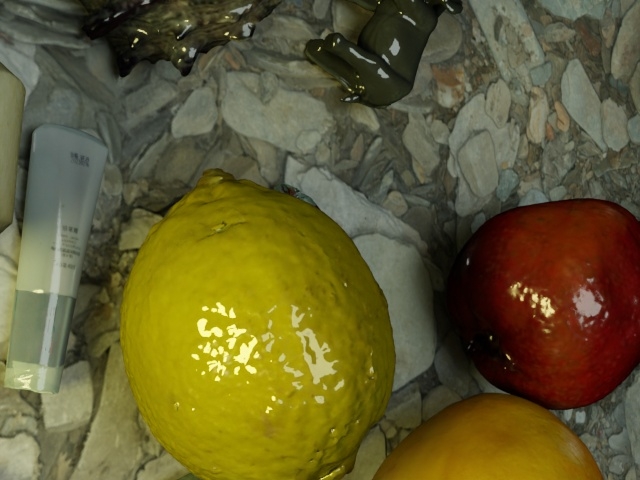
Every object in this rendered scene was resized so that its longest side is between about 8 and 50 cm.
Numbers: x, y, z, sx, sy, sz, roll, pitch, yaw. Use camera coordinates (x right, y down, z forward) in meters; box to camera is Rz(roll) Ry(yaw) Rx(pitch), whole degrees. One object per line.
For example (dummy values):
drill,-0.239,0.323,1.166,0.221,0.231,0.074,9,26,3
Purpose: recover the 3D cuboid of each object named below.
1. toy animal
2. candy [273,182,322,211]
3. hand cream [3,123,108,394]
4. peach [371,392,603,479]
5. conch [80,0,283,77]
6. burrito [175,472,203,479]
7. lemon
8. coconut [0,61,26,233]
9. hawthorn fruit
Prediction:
toy animal,0.080,-0.273,1.263,0.146,0.114,0.245,27,92,-30
candy,0.000,0.000,1.211,0.175,0.045,0.043,50,24,-25
hand cream,-0.253,0.016,0.990,0.079,0.048,0.255,17,74,-44
peach,0.205,0.321,1.212,0.308,0.289,0.289,-16,98,-39
conch,-0.131,-0.308,1.037,0.240,0.186,0.313,32,84,-6
burrito,-0.168,0.299,1.031,0.309,0.066,0.096,-15,88,-40
lemon,-0.065,0.090,1.006,0.268,0.268,0.322,-18,77,-40
coconut,-0.338,-0.088,0.824,0.202,0.202,0.222,4,88,-41
hawthorn fruit,0.315,0.063,1.331,0.307,0.265,0.265,-34,109,-28
